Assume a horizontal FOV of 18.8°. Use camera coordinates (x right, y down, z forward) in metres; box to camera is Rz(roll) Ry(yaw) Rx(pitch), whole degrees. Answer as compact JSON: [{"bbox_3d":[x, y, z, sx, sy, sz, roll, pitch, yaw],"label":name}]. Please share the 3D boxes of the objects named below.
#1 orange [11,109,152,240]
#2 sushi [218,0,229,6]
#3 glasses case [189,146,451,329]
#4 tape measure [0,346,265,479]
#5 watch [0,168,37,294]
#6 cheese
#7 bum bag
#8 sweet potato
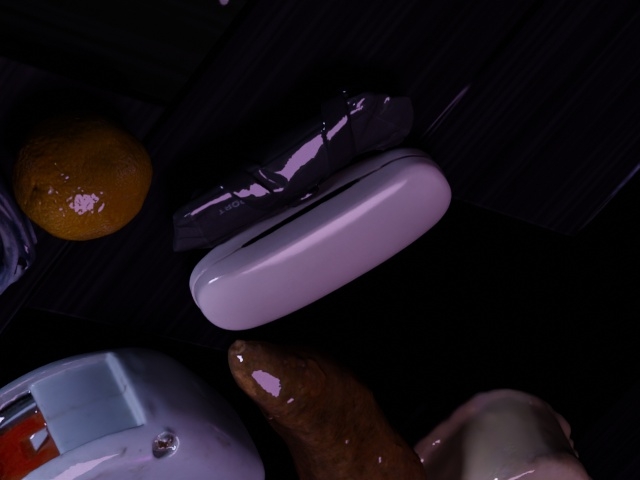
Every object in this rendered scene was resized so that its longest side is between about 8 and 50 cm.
[{"bbox_3d":[-0.154,-0.043,1.262,0.095,0.085,0.085,-14,145,-49],"label":"orange"},{"bbox_3d":[-0.012,-0.268,1.113,0.264,0.050,0.290,-30,140,6],"label":"sushi"},{"bbox_3d":[0.000,0.000,1.410,0.204,0.051,0.081,-29,143,5],"label":"glasses case"},{"bbox_3d":[-0.177,0.196,1.462,0.246,0.125,0.243,-41,145,18],"label":"tape measure"},{"bbox_3d":[-0.289,-0.008,1.247,0.193,0.068,0.206,-22,144,-9],"label":"watch"},{"bbox_3d":[0.144,0.278,1.747,0.384,0.104,0.384,-14,139,-13],"label":"cheese"},{"bbox_3d":[-0.025,-0.053,1.347,0.197,0.049,0.087,-32,164,7],"label":"bum bag"},{"bbox_3d":[0.004,0.148,1.546,0.097,0.097,0.292,-31,132,7],"label":"sweet potato"}]
